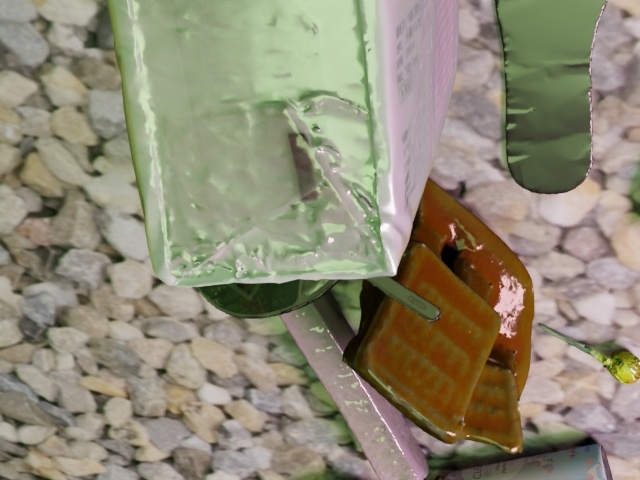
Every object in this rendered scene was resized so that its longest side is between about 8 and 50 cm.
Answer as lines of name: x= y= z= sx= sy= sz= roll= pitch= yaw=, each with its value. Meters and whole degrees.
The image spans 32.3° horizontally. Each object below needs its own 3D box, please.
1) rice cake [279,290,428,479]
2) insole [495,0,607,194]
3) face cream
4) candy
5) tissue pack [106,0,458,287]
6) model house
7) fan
rice cake: x=0.024 y=0.141 z=1.246 sx=0.056 sy=0.073 sz=0.365 roll=-22 pitch=115 yaw=18
insole: x=0.223 y=-0.202 z=1.055 sx=0.118 sy=0.009 sz=0.349 roll=1 pitch=119 yaw=11
face cream: x=0.223 y=0.294 z=1.291 sx=0.229 sy=0.075 sz=0.075 roll=-15 pitch=115 yaw=16
candy: x=0.296 y=0.121 z=1.214 sx=0.122 sy=0.035 sz=0.035 roll=25 pitch=110 yaw=5
tissue pack: x=-0.008 y=-0.195 z=0.861 sx=0.205 sy=0.405 sz=0.332 roll=-1 pitch=114 yaw=15
model house: x=0.132 y=0.111 z=1.111 sx=0.268 sy=0.239 sz=0.173 roll=40 pitch=117 yaw=-11
fan: x=-0.029 y=0.009 z=1.079 sx=0.223 sy=0.294 sz=0.012 roll=-33 pitch=147 yaw=16
